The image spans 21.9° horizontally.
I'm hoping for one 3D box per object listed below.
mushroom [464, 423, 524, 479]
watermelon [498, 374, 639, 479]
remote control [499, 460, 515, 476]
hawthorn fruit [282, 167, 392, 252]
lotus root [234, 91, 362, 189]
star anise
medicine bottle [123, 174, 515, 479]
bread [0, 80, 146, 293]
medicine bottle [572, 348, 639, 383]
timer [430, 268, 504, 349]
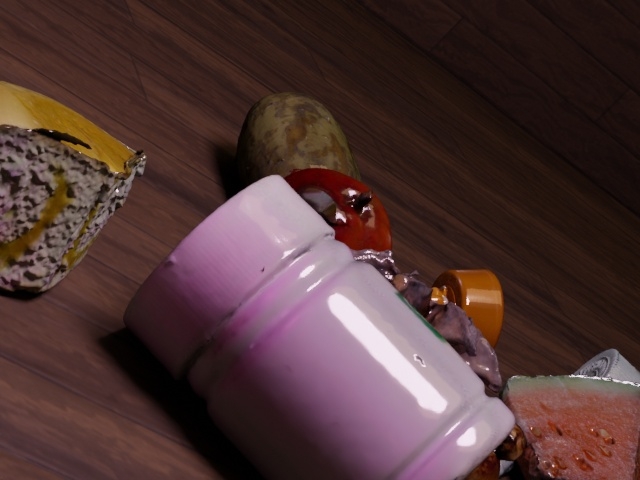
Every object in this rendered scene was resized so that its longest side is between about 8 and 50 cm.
[{"bbox_3d":[0.107,0.212,1.733,0.194,0.138,0.231,31,1,14],"label":"mushroom"},{"bbox_3d":[0.323,0.273,2.050,0.192,0.140,0.257,-1,21,2],"label":"watermelon"},{"bbox_3d":[0.182,0.221,2.041,0.162,0.029,0.061,49,18,14],"label":"remote control"},{"bbox_3d":[0.000,0.000,1.835,0.185,0.202,0.185,18,50,-22],"label":"hawthorn fruit"},{"bbox_3d":[-0.023,-0.066,2.063,0.173,0.173,0.309,34,27,-32],"label":"lotus root"},{"bbox_3d":[0.114,0.086,1.650,0.171,0.063,0.208,31,-15,36],"label":"star anise"},{"bbox_3d":[-0.001,0.123,1.530,0.325,0.212,0.212,45,16,7],"label":"medicine bottle"},{"bbox_3d":[-0.269,-0.055,1.462,0.260,0.158,0.156,24,15,-48],"label":"bread"},{"bbox_3d":[0.464,0.310,2.265,0.318,0.158,0.158,42,17,-6],"label":"medicine bottle"},{"bbox_3d":[0.144,0.092,2.157,0.152,0.132,0.132,10,30,-22],"label":"timer"}]
